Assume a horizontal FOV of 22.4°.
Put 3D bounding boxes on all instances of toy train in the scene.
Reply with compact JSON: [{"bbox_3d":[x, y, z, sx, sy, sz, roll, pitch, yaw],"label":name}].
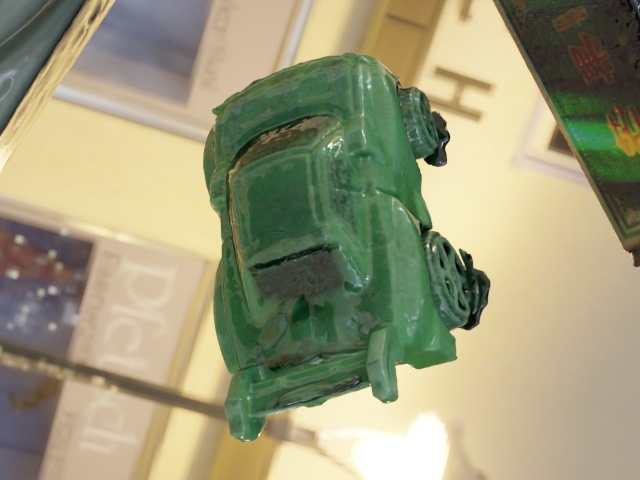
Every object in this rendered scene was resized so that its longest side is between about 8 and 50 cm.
[{"bbox_3d":[0.000,0.000,0.588,0.081,0.099,0.149,33,44,-61],"label":"toy train"}]

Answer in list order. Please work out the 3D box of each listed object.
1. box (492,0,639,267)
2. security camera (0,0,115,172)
[{"bbox_3d":[0.209,-0.103,0.731,0.240,0.159,0.071,-26,-174,44],"label":"box"},{"bbox_3d":[-0.138,-0.128,0.410,0.197,0.191,0.277,-58,-177,-10],"label":"security camera"}]
